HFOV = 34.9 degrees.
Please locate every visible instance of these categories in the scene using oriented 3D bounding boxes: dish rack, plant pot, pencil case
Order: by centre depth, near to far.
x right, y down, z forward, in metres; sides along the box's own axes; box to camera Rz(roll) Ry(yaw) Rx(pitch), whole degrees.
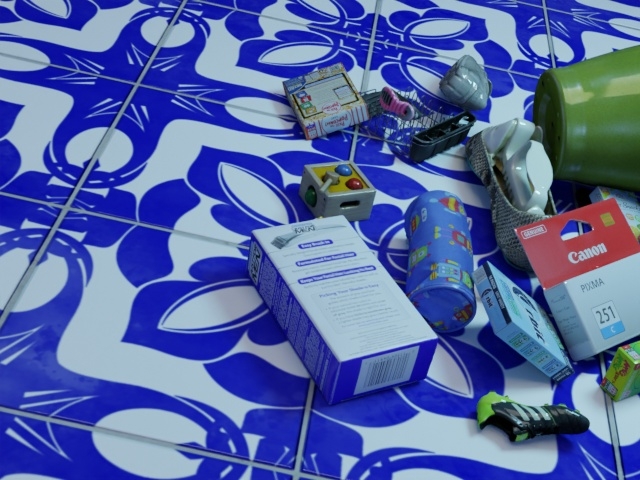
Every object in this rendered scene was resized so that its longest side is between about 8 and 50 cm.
[{"bbox_3d":[0.210,0.036,1.853,0.119,0.133,0.306,41,29,-24],"label":"pencil case"},{"bbox_3d":[0.652,-0.257,2.172,0.353,0.366,0.366,-3,38,-4],"label":"plant pot"},{"bbox_3d":[0.189,-0.281,2.310,0.271,0.074,0.208,35,41,28],"label":"dish rack"}]

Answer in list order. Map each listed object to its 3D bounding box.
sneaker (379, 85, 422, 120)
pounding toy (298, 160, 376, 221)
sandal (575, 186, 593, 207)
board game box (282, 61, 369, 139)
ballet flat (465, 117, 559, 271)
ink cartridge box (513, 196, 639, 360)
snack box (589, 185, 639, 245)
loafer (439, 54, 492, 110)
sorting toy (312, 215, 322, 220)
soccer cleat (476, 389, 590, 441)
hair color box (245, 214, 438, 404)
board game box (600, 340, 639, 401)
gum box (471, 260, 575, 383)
[{"bbox_3d":[0.178,-0.299,2.243,0.057,0.047,0.119,-2,39,-42],"label":"sneaker"},{"bbox_3d":[0.026,-0.099,1.989,0.141,0.100,0.130,-8,41,-26],"label":"pounding toy"},{"bbox_3d":[0.605,-0.064,2.176,0.067,0.040,0.179,0,38,-17],"label":"sandal"},{"bbox_3d":[0.009,-0.314,2.277,0.147,0.045,0.193,-19,42,-4],"label":"board game box"},{"bbox_3d":[0.412,-0.140,2.098,0.164,0.182,0.482,7,36,-8],"label":"ballet flat"},{"bbox_3d":[0.525,0.054,1.870,0.296,0.066,0.261,-16,78,-34],"label":"ink cartridge box"},{"bbox_3d":[0.629,-0.044,2.122,0.100,0.037,0.141,10,48,-25],"label":"snack box"},{"bbox_3d":[0.350,-0.368,2.430,0.111,0.112,0.319,40,21,-5],"label":"loafer"},{"bbox_3d":[0.000,0.000,1.909,0.083,0.045,0.075,-29,72,-42],"label":"sorting toy"},{"bbox_3d":[0.335,0.290,1.611,0.179,0.060,0.072,10,45,7],"label":"soccer cleat"},{"bbox_3d":[0.026,0.106,1.712,0.185,0.110,0.339,-10,44,-26],"label":"hair color box"},{"bbox_3d":[0.574,0.210,1.756,0.181,0.092,0.043,-12,43,-30],"label":"board game box"},{"bbox_3d":[0.345,0.140,1.740,0.184,0.041,0.157,36,24,-31],"label":"gum box"}]
